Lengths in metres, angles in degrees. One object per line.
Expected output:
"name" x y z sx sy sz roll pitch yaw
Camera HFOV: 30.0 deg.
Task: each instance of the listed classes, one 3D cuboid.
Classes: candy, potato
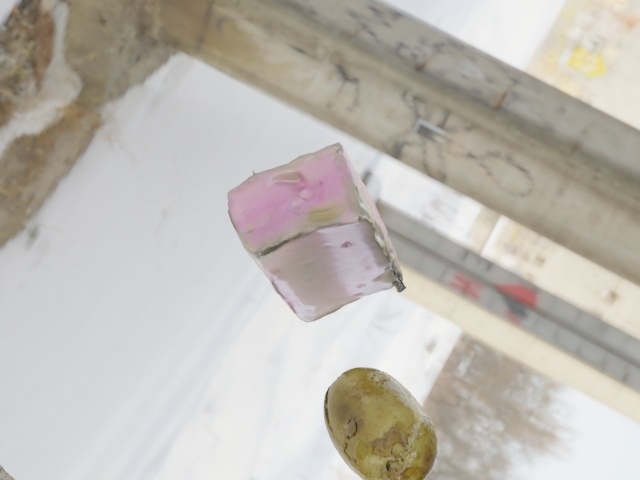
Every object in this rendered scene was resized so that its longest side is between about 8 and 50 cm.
"candy" 0.000 0.000 1.455 0.155 0.116 0.265 -20 157 7
"potato" 0.064 0.208 1.320 0.107 0.170 0.080 -34 131 1

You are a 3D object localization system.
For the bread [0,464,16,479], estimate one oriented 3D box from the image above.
"bread" -0.330 0.307 1.228 0.096 0.222 0.181 -40 -153 -9
